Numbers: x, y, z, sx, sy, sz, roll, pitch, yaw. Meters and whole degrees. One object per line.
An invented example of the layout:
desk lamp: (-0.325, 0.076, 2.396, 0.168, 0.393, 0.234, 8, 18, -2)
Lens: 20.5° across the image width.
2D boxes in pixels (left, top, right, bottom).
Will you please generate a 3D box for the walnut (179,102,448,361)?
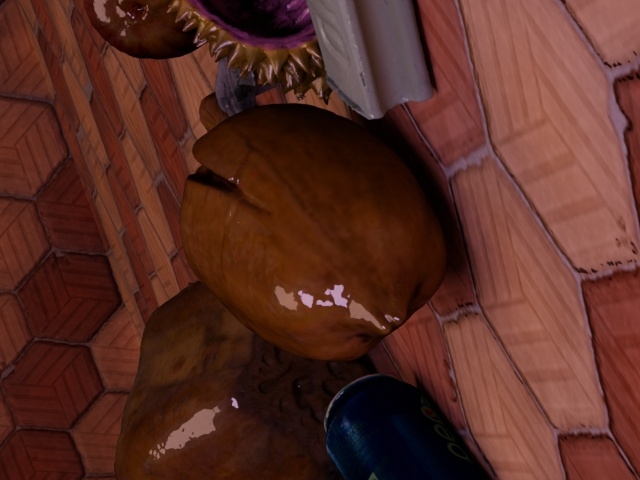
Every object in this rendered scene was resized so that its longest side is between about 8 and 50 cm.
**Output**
walnut: (0.000, 0.000, 1.502, 0.336, 0.209, 0.209, 45, 155, 56)

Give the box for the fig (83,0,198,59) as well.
fig: (-0.166, -0.266, 1.897, 0.202, 0.148, 0.149, 4, -88, -62)

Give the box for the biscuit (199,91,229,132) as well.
biscuit: (-0.088, -0.102, 2.047, 0.299, 0.045, 0.154, -136, 25, -63)

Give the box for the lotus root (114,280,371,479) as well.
lotus root: (-0.047, 0.174, 1.974, 0.250, 0.316, 0.316, -37, 75, 58)

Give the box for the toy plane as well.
toy plane: (-0.076, -0.189, 1.766, 0.267, 0.088, 0.212, 71, 177, -62)

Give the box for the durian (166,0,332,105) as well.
durian: (-0.050, -0.221, 1.550, 0.186, 0.154, 0.260, 42, -159, -54)

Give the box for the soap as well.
soap: (0.022, -0.203, 1.359, 0.114, 0.063, 0.198, -130, 22, -58)

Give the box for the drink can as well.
drink can: (0.086, 0.225, 1.729, 0.205, 0.118, 0.118, -125, 18, -47)
